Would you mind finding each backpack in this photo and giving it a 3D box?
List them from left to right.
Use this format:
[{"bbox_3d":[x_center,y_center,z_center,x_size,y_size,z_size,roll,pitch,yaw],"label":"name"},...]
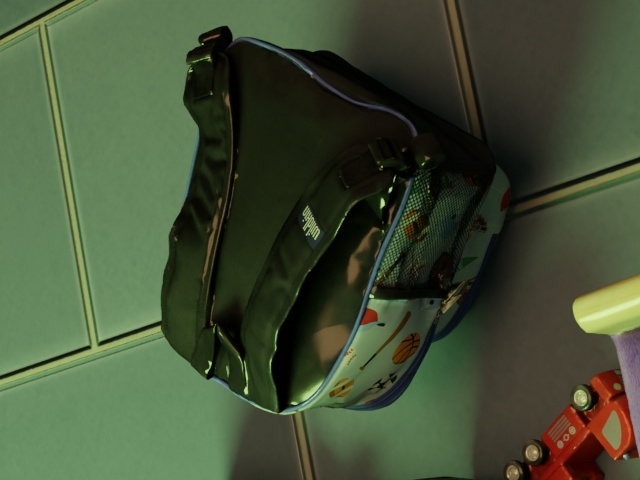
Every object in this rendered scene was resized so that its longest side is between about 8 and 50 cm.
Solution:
[{"bbox_3d":[0.000,0.000,1.501,0.276,0.213,0.263,35,105,44],"label":"backpack"}]

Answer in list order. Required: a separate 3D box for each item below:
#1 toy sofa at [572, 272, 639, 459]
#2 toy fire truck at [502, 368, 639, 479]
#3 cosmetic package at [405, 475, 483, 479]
[{"bbox_3d":[0.270,0.189,1.250,0.150,0.177,0.362,-24,69,42],"label":"toy sofa"},{"bbox_3d":[0.198,0.204,1.422,0.192,0.047,0.135,-53,57,29],"label":"toy fire truck"},{"bbox_3d":[0.044,0.375,1.419,0.156,0.217,0.385,172,90,-72],"label":"cosmetic package"}]
